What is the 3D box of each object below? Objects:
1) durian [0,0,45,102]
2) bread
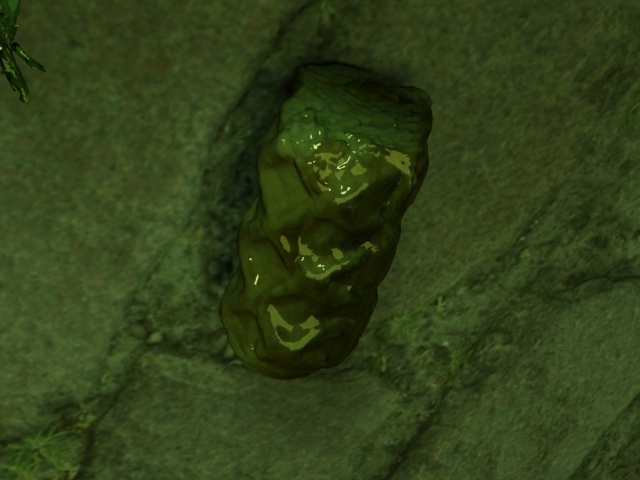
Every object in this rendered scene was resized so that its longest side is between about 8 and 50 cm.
[{"bbox_3d":[-0.221,-0.180,0.536,0.086,0.100,0.215,-28,129,0],"label":"durian"},{"bbox_3d":[0.000,0.000,0.795,0.152,0.130,0.268,-8,131,-35],"label":"bread"}]
